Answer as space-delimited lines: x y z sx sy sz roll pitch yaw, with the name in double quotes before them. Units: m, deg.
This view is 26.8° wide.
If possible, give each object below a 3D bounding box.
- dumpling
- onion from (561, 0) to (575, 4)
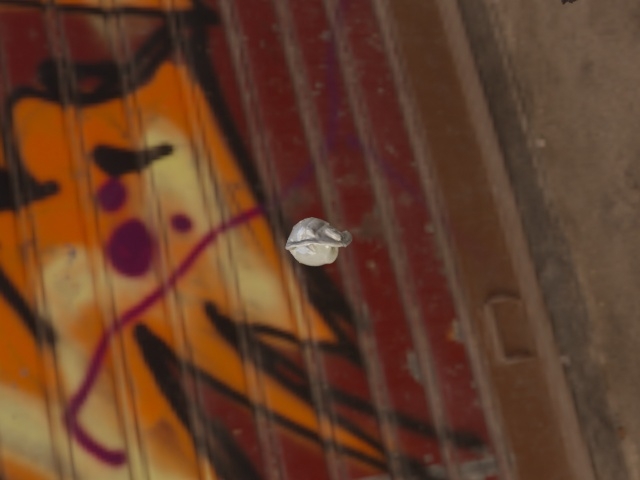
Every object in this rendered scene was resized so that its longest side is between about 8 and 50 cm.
"dumpling" -0.001 -0.002 1.374 0.057 0.076 0.052 -25 55 21
"onion" 0.265 -0.437 1.697 0.111 0.250 0.247 7 84 32
